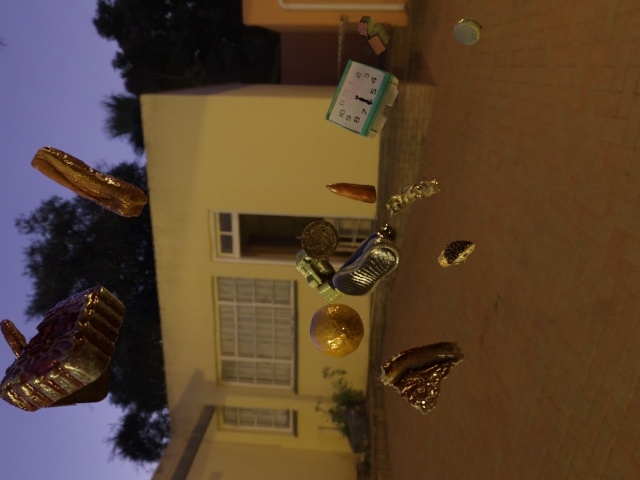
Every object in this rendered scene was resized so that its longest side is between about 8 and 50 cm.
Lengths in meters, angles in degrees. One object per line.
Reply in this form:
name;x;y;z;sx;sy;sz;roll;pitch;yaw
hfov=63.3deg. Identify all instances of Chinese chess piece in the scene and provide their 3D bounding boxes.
Chinese chess piece;0.450;-0.641;1.592;0.034;0.084;0.084;-56;-18;-23

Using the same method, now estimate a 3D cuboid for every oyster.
oyster;0.310;-0.148;1.767;0.106;0.200;0.061;32;-161;-48

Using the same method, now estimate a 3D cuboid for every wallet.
wallet;-0.726;0.399;1.467;0.031;0.255;0.137;-22;66;49

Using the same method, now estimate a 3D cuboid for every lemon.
lemon;0.056;0.308;1.786;0.256;0.189;0.188;130;144;-80

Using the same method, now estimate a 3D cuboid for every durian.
durian;0.386;0.033;1.469;0.130;0.066;0.052;119;137;-55

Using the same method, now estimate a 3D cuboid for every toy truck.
toy truck;0.004;0.109;1.573;0.191;0.085;0.116;49;-164;-19

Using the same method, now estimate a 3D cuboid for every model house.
model house;0.133;-0.526;1.329;0.083;0.057;0.058;32;-95;-55

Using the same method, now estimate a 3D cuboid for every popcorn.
popcorn;0.481;0.069;1.938;0.084;0.084;0.084;3;-90;-86

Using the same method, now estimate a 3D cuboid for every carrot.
carrot;0.115;-0.188;1.971;0.072;0.205;0.072;-172;90;-67

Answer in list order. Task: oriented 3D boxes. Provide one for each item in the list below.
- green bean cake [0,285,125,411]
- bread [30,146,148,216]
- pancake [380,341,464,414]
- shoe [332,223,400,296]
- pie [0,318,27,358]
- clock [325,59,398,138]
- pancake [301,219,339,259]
green bean cake;-0.516;0.209;1.063;0.097;0.199;0.232;56;-163;-33
bread;-0.799;-0.209;1.820;0.109;0.381;0.185;-61;5;6
pancake;0.311;0.399;1.536;0.244;0.266;0.057;-95;-9;-59
shoe;0.118;0.050;1.267;0.227;0.099;0.112;-45;16;46
pie;-0.879;0.296;1.505;0.154;0.036;0.154;43;151;32
clock;0.172;-0.565;2.101;0.116;0.231;0.262;7;-70;-54
pancake;0.000;0.000;1.440;0.011;0.115;0.114;174;99;-79
